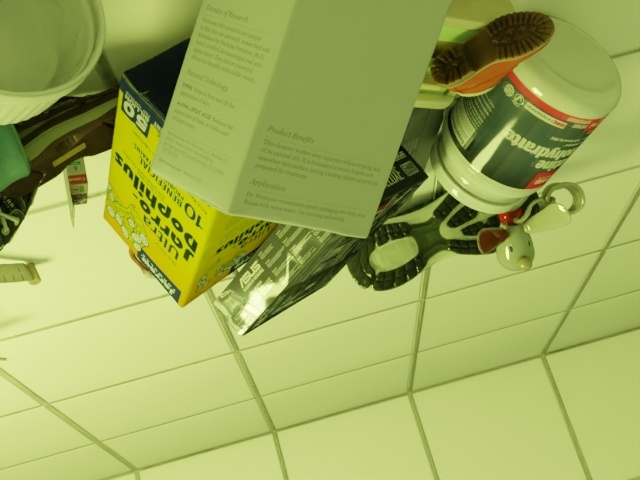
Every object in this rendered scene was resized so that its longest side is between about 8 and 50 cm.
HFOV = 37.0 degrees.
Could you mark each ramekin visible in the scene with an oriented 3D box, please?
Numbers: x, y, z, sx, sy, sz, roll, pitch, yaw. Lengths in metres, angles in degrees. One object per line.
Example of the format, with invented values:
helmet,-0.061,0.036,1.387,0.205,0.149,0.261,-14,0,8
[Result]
ramekin,-0.337,-0.217,0.976,0.207,0.207,0.109,0,161,-35

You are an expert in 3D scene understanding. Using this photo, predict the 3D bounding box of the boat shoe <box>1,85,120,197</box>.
boat shoe,-0.324,-0.160,1.249,0.257,0.095,0.095,-32,165,-25

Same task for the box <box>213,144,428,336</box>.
box,0.000,0.000,1.481,0.242,0.076,0.307,-28,164,-51

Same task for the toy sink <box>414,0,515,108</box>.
toy sink,0.123,-0.260,1.270,0.153,0.131,0.234,0,152,-34

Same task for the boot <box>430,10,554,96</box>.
boot,0.223,-0.230,1.194,0.158,0.059,0.085,-22,157,24

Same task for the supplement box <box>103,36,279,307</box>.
supplement box,-0.152,-0.096,1.298,0.195,0.194,0.356,-36,167,-29

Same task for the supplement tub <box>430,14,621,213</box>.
supplement tub,0.304,-0.186,1.452,0.191,0.191,0.272,-2,146,-30

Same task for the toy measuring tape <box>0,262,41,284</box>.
toy measuring tape,-0.639,0.094,1.603,0.330,0.121,0.121,-6,157,-47

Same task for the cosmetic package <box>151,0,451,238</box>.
cosmetic package,-0.004,-0.212,1.002,0.217,0.156,0.384,11,101,-46

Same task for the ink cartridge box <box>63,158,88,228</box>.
ink cartridge box,-0.351,-0.082,1.373,0.029,0.115,0.063,-8,156,-19

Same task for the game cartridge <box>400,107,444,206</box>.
game cartridge,0.081,-0.118,1.596,0.230,0.068,0.355,-31,162,-18

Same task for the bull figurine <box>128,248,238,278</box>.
bull figurine,-0.186,0.009,1.708,0.311,0.101,0.188,-3,159,-13

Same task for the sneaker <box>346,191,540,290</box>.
sneaker,0.240,-0.030,1.939,0.410,0.158,0.182,-18,-172,-1

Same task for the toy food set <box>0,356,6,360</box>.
toy food set,-0.716,0.182,1.808,0.128,0.071,0.218,-3,167,38

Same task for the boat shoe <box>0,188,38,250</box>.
boat shoe,-0.438,-0.034,1.248,0.102,0.301,0.108,-26,114,17

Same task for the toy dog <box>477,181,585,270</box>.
toy dog,0.360,-0.068,1.710,0.220,0.161,0.333,-35,125,10

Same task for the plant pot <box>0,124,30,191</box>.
plant pot,-0.480,-0.108,1.073,0.255,0.271,0.271,-26,160,-17
